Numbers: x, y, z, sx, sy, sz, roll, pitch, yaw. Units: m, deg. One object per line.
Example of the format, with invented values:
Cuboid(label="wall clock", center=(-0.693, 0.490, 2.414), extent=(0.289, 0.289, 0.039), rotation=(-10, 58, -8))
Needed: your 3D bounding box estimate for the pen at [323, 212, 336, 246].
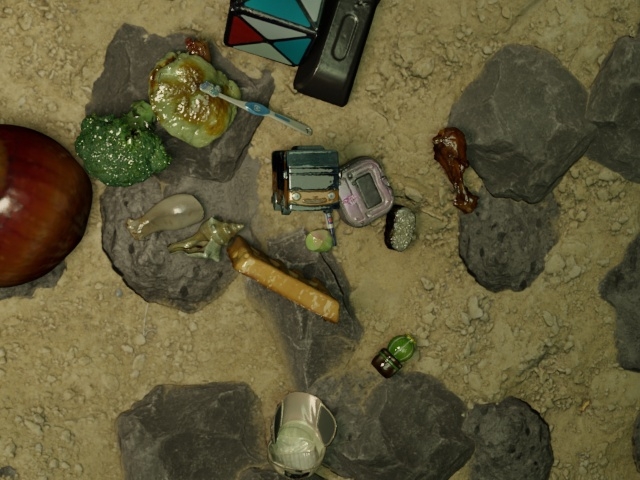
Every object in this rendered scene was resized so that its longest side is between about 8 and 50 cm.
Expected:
Cuboid(label="pen", center=(0.023, -0.079, 2.006), extent=(0.025, 0.025, 0.204), rotation=(-15, 103, -10))

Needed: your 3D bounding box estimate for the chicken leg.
Cuboid(label="chicken leg", center=(0.441, -0.225, 2.051), extent=(0.113, 0.093, 0.304), rotation=(-16, 112, 8))

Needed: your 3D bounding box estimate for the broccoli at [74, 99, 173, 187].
Cuboid(label="broccoli", center=(-0.540, -0.271, 1.757), extent=(0.270, 0.270, 0.270), rotation=(29, 61, -16))

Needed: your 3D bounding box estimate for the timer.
Cuboid(label="timer", center=(0.129, -0.154, 1.996), extent=(0.191, 0.069, 0.208), rotation=(-31, 104, -9))

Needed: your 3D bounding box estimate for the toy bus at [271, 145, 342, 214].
Cuboid(label="toy bus", center=(-0.050, -0.176, 1.820), extent=(0.162, 0.323, 0.194), rotation=(-2, 97, -12))

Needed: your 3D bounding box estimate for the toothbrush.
Cuboid(label="toothbrush", center=(-0.182, -0.383, 1.850), extent=(0.386, 0.040, 0.040), rotation=(19, 96, -36))

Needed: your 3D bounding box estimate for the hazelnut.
Cuboid(label="hazelnut", center=(-0.812, -0.082, 1.637), extent=(0.402, 0.402, 0.429), rotation=(36, 85, -16))

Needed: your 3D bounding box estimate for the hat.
Cuboid(label="hat", center=(-0.080, 0.635, 2.052), extent=(0.232, 0.161, 0.275), rotation=(11, 74, -25))

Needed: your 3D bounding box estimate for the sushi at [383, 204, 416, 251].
Cuboid(label="sushi", center=(0.256, -0.040, 2.038), extent=(0.090, 0.078, 0.150), rotation=(3, 98, -19))

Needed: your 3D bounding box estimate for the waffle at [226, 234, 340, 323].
Cuboid(label="waffle", center=(-0.112, 0.114, 1.869), extent=(0.348, 0.304, 0.077), rotation=(30, 92, -18))

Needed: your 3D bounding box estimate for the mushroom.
Cuboid(label="mushroom", center=(-0.463, -0.068, 1.865), extent=(0.225, 0.093, 0.116), rotation=(-20, 125, -13))

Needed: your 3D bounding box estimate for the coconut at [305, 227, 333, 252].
Cuboid(label="coconut", center=(0.000, 0.000, 1.990), extent=(0.082, 0.081, 0.083), rotation=(35, 108, 18))

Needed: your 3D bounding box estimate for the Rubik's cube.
Cuboid(label="Rubik's cube", center=(-0.118, -0.661, 1.732), extent=(0.248, 0.250, 0.246), rotation=(13, 80, -12))

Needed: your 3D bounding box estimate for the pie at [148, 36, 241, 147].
Cuboid(label="pie", center=(-0.366, -0.415, 1.803), extent=(0.257, 0.105, 0.274), rotation=(-45, 117, -20))

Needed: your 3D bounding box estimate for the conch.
Cuboid(label="conch", center=(-0.333, 0.010, 1.895), extent=(0.234, 0.137, 0.114), rotation=(-42, 132, 6))

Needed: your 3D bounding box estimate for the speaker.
Cuboid(label="speaker", center=(0.066, -0.604, 1.841), extent=(0.180, 0.184, 0.388), rotation=(15, 97, -15))

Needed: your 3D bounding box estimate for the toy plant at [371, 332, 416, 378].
Cuboid(label="toy plant", center=(0.251, 0.382, 2.105), extent=(0.162, 0.093, 0.093), rotation=(-44, 106, -2))
